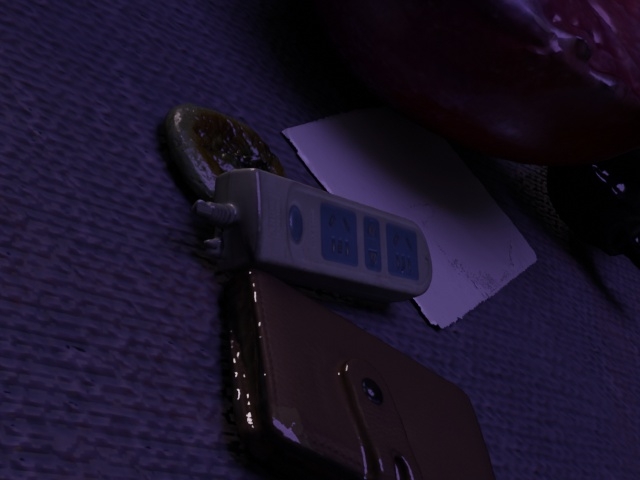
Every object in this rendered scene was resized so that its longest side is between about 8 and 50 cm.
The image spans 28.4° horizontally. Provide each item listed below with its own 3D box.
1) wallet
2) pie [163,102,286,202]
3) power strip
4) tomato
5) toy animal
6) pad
[{"bbox_3d":[0.023,0.080,0.578,0.152,0.039,0.118,34,27,-32],"label":"wallet"},{"bbox_3d":[-0.045,-0.038,0.650,0.084,0.021,0.084,36,29,-24],"label":"pie"},{"bbox_3d":[0.000,0.000,0.641,0.191,0.030,0.048,15,69,-52],"label":"power strip"},{"bbox_3d":[0.116,-0.152,0.884,0.290,0.176,0.335,49,31,4],"label":"tomato"},{"bbox_3d":[0.265,-0.073,1.104,0.168,0.106,0.343,37,21,-10],"label":"toy animal"},{"bbox_3d":[0.068,-0.027,0.834,0.156,0.004,0.232,53,25,7],"label":"pad"}]
